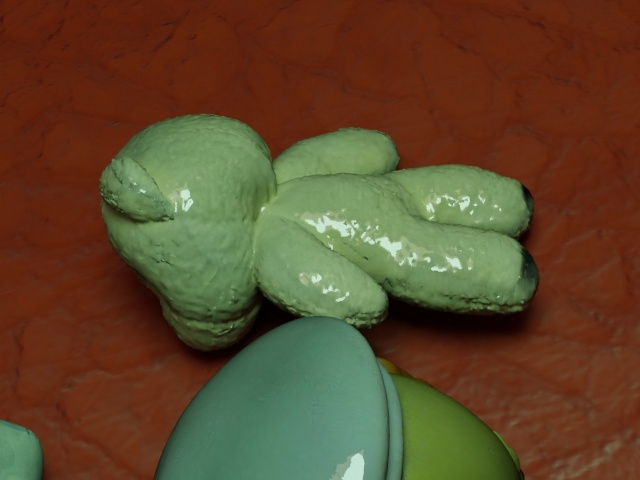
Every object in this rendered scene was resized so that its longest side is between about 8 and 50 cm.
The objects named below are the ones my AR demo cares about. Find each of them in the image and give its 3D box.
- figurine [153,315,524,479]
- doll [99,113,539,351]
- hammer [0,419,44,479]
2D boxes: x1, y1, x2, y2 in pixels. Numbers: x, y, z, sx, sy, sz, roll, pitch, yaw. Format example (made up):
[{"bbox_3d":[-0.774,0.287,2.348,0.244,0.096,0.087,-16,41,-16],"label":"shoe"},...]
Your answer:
[{"bbox_3d":[0.090,0.174,1.008,0.381,0.205,0.225,14,66,6],"label":"figurine"},{"bbox_3d":[0.000,0.003,1.184,0.278,0.175,0.149,6,96,1],"label":"doll"},{"bbox_3d":[-0.266,0.171,1.131,0.193,0.069,0.116,-9,47,14],"label":"hammer"}]
